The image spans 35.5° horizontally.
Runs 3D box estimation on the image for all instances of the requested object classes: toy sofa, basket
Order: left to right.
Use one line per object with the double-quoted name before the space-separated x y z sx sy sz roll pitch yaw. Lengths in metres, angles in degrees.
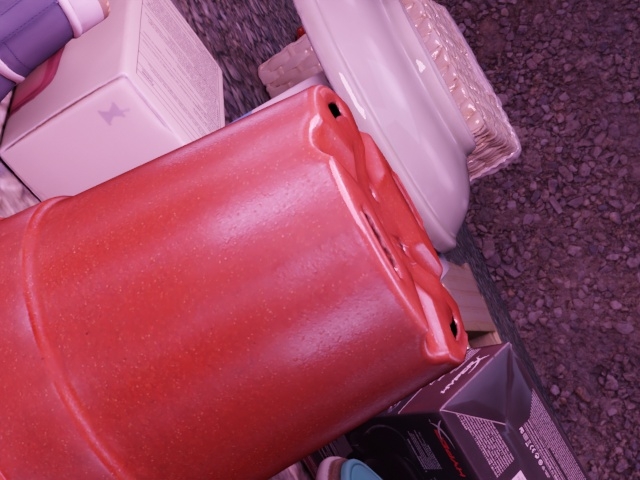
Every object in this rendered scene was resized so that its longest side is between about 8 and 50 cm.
"basket" 0.123 -0.227 1.738 0.328 0.331 0.266 65 16 12
"toy sofa" 0.173 0.134 1.585 0.177 0.150 0.362 68 15 11

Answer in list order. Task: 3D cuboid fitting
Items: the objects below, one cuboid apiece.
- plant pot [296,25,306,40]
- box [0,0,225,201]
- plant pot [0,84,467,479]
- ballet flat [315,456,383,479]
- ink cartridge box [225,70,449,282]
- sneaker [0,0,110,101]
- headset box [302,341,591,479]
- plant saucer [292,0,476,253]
"plant pot" 0.118 -0.348 2.139 0.267 0.267 0.236 -96 166 -56
"box" -0.172 -0.116 0.875 0.149 0.126 0.232 53 17 -34
"plant pot" -0.063 0.047 0.666 0.272 0.265 0.272 56 15 -24
"ballet flat" 0.080 0.359 0.874 0.400 0.139 0.139 52 16 -21
"ink cartridge box" 0.002 -0.030 1.189 0.270 0.198 0.197 63 13 1
"sneaker" -0.259 -0.149 0.732 0.099 0.153 0.282 54 -14 -21
"headset box" 0.106 0.230 0.971 0.110 0.293 0.218 -36 99 -34
"plant saucer" 0.096 -0.180 1.199 0.400 0.100 0.400 57 14 -22
